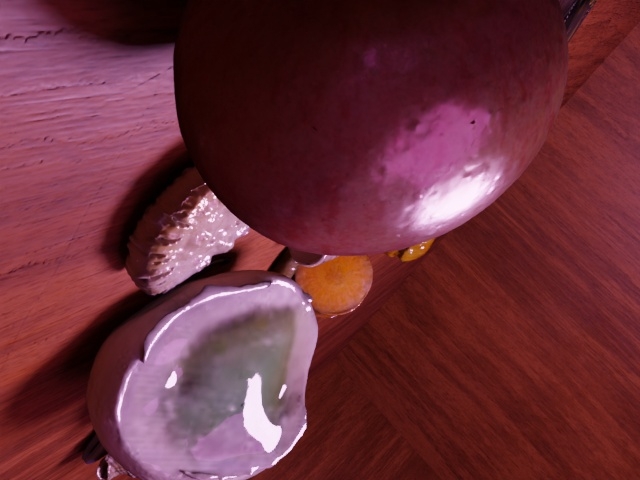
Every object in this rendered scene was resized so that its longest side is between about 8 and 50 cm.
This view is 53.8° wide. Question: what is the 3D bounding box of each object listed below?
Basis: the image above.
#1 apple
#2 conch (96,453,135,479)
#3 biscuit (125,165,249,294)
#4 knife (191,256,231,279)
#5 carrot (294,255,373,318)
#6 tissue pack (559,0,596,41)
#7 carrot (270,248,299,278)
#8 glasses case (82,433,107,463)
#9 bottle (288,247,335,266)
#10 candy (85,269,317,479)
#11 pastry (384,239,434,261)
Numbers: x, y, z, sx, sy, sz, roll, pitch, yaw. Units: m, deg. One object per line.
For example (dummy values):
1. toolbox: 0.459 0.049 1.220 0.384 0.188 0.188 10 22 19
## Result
1. apple: 0.044 -0.150 0.538 0.345 0.345 0.269 -40 174 -16
2. conch: -0.391 0.464 1.420 0.245 0.163 0.178 -13 116 -50
3. biscuit: -0.144 -0.040 0.821 0.281 0.084 0.179 -41 167 -7
4. knife: -0.211 0.052 1.036 0.045 0.021 0.222 -51 164 18
5. carrot: 0.013 0.102 1.584 0.196 0.196 0.254 -40 177 -15
6. tissue pack: 0.223 -0.294 0.870 0.210 0.198 0.370 -42 168 -16
7. carrot: -0.122 0.129 1.438 0.070 0.070 0.342 -26 156 -52
8. glasses case: -0.462 0.427 1.384 0.178 0.045 0.067 -49 168 22
9. bottle: -0.001 0.001 1.338 0.099 0.099 0.152 -49 168 20
10. candy: -0.196 0.237 1.092 0.427 0.186 0.386 5 92 -46
11. pastry: 0.211 -0.115 1.343 0.356 0.164 0.356 -59 175 -8
